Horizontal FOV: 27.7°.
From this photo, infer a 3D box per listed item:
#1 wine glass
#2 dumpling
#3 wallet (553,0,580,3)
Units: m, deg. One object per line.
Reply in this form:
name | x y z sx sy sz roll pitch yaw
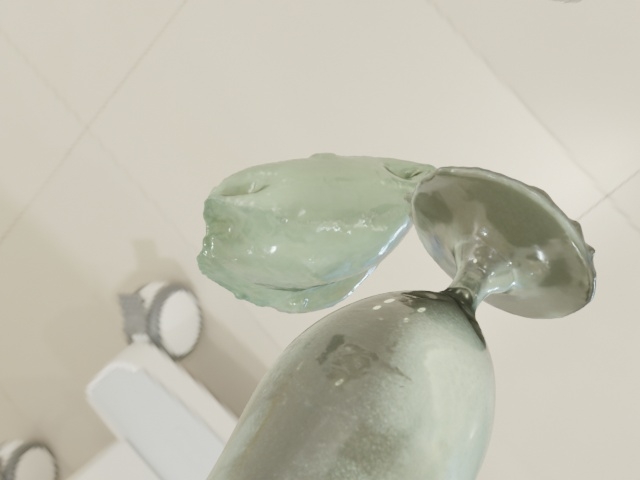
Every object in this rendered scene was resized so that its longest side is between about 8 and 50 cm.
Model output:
wine glass | 0.025 0.069 0.548 0.103 0.222 0.103 27 146 20
dumpling | -0.003 -0.012 1.086 0.149 0.217 0.105 120 134 -65
wallet | 0.266 -0.371 1.340 0.083 0.360 0.252 27 105 16
